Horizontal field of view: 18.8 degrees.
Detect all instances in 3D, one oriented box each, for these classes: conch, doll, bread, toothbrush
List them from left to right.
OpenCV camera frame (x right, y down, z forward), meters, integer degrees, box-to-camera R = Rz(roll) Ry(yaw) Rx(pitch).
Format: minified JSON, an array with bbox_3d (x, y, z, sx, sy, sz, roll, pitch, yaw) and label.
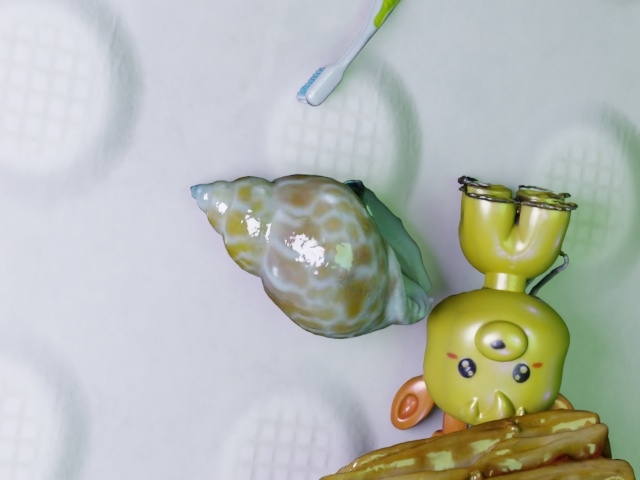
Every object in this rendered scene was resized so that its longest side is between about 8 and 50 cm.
[{"bbox_3d":[0.006,0.013,1.374,0.173,0.106,0.116,17,60,-50],"label":"conch"},{"bbox_3d":[0.065,-0.197,1.442,0.263,0.026,0.022,-52,122,-19],"label":"toothbrush"},{"bbox_3d":[0.121,0.300,1.376,0.277,0.167,0.325,-11,117,-25],"label":"bread"},{"bbox_3d":[0.131,0.066,1.452,0.143,0.135,0.221,6,96,0],"label":"doll"}]
